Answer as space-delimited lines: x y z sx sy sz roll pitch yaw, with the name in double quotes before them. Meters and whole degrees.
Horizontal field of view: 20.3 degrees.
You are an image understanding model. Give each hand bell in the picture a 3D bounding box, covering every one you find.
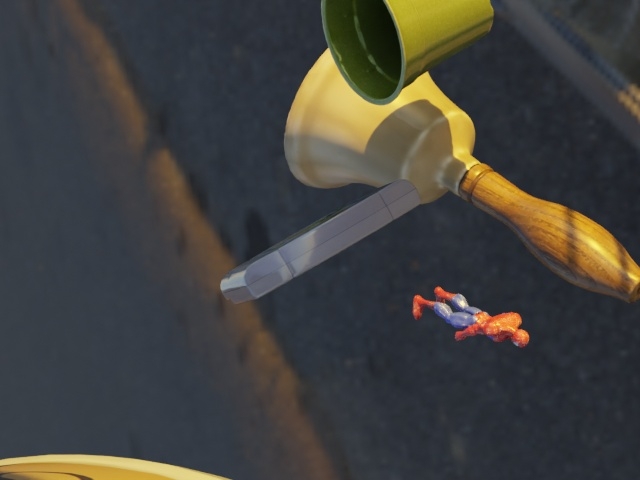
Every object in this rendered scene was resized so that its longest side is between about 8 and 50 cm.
"hand bell" 0.103 -0.030 1.118 0.242 0.126 0.126 37 136 32

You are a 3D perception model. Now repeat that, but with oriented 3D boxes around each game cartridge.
"game cartridge" 0.000 0.000 0.744 0.017 0.083 0.056 62 163 -6

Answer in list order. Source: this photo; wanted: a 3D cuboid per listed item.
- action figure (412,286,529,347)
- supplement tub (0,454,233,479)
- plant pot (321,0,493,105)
"action figure" 0.118 0.062 1.360 0.115 0.038 0.030 16 115 54
"supplement tub" -0.073 0.151 0.279 0.316 0.228 0.228 9 -112 -70
"plant pot" 0.055 -0.130 1.046 0.083 0.079 0.083 40 142 41
